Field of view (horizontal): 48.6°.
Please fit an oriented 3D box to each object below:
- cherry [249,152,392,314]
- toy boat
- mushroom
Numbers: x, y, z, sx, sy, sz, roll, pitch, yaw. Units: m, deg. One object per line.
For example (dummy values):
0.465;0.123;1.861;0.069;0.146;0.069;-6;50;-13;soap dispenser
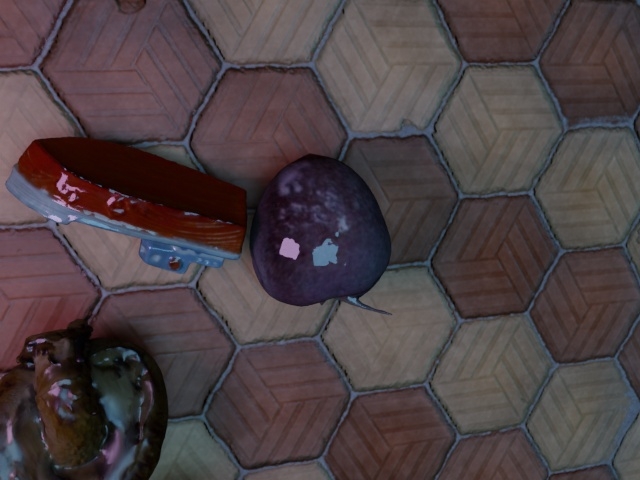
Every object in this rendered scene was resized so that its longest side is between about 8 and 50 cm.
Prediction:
0.000;0.000;1.066;0.213;0.183;0.266;-11;88;-23;cherry
-0.272;-0.045;1.007;0.331;0.145;0.133;18;123;-18;toy boat
-0.347;0.249;1.003;0.263;0.195;0.283;-4;109;-24;mushroom
